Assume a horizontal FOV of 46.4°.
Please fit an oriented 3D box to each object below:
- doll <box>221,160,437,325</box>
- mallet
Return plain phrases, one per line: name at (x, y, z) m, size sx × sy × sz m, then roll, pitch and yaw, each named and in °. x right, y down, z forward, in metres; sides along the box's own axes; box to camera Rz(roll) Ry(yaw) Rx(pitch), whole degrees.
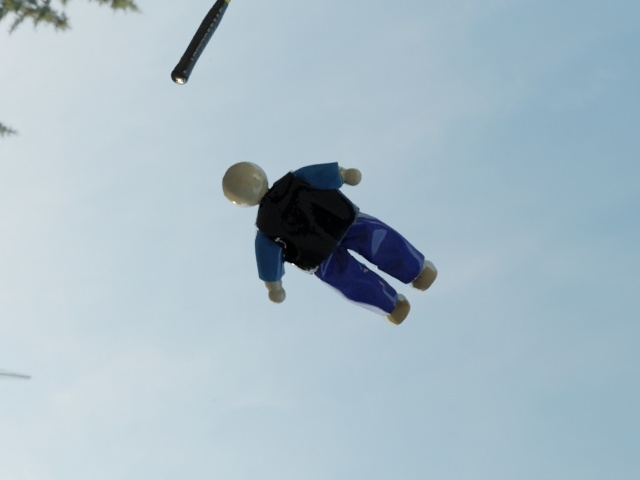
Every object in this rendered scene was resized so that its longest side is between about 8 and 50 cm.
doll at (0.000, 0.000, 0.607) m, size 0.129 × 0.189 × 0.046 m, roll -53°, pitch -163°, yaw 7°
mallet at (-0.086, -0.205, 0.650) m, size 0.062 × 0.039 × 0.189 m, roll -19°, pitch -138°, yaw 62°
